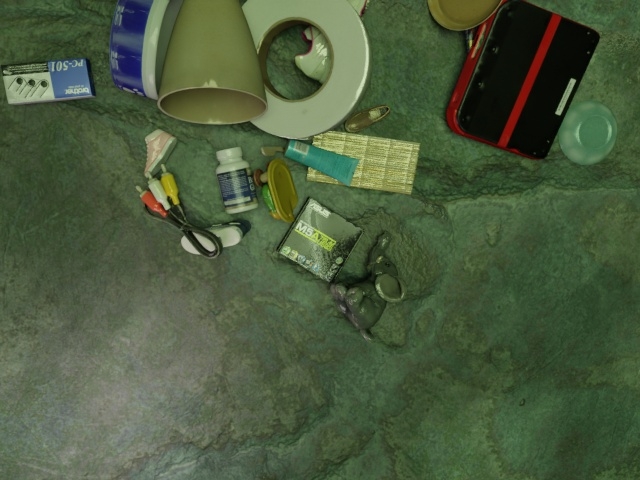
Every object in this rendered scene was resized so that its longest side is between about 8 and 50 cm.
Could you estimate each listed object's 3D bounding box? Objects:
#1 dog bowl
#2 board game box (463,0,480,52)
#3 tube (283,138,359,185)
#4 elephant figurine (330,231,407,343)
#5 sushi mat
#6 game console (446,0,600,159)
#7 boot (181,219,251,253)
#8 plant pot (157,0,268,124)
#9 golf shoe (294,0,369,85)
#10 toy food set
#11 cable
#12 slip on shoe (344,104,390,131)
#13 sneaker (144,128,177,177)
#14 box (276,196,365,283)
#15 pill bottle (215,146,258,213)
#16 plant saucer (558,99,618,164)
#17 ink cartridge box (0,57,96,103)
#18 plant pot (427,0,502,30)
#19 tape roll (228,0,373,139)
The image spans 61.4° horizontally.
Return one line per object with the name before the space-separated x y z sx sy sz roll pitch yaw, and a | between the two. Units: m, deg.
dog bowl | -0.412 -0.482 1.304 0.104 0.265 0.264 13 96 -5
board game box | 0.488 -0.634 1.508 0.194 0.060 0.193 -10 98 -6
tube | 0.003 -0.222 1.490 0.207 0.052 0.080 19 98 -15
elephant figurine | 0.164 0.127 1.533 0.240 0.169 0.185 -33 130 -18
sushi mat | 0.125 -0.224 1.538 0.317 0.019 0.151 6 96 -8
game console | 0.562 -0.448 1.513 0.342 0.060 0.386 14 108 -17
boot | -0.286 -0.012 1.493 0.190 0.086 0.069 -7 109 21
plant pot | -0.258 -0.449 1.295 0.257 0.256 0.273 -1 84 -8
golf shoe | 0.034 -0.571 1.432 0.140 0.115 0.306 23 93 -7
toy food set | -0.131 -0.150 1.479 0.071 0.128 0.217 -9 103 26
cable | -0.385 -0.054 1.430 0.140 0.072 0.287 -37 83 16
slip on shoe | 0.133 -0.343 1.509 0.136 0.041 0.051 -20 97 -5
sneaker | -0.447 -0.237 1.446 0.070 0.051 0.134 35 98 2
box | 0.000 0.000 1.539 0.191 0.045 0.184 32 95 -11
pill bottle | -0.230 -0.163 1.460 0.094 0.094 0.169 -13 100 -6
plant saucer | 0.808 -0.322 1.606 0.195 0.037 0.194 -1 98 -7
ink cartridge box | -0.697 -0.409 1.387 0.207 0.046 0.097 -7 100 -7
plant pot | 0.395 -0.680 1.433 0.032 0.237 0.236 -9 102 -47
tape roll | -0.059 -0.457 1.386 0.393 0.072 0.391 3 102 13
